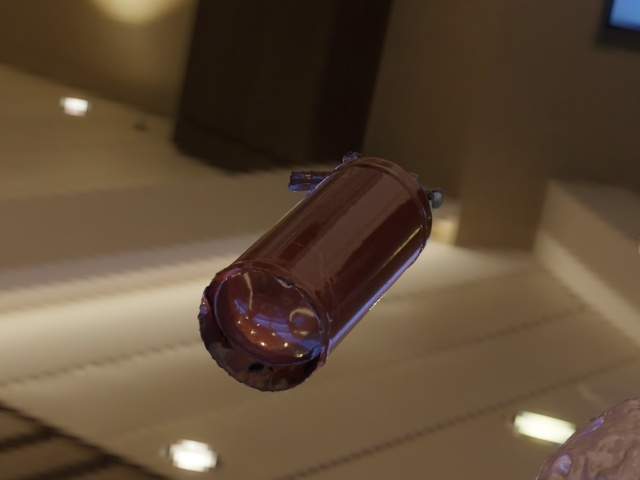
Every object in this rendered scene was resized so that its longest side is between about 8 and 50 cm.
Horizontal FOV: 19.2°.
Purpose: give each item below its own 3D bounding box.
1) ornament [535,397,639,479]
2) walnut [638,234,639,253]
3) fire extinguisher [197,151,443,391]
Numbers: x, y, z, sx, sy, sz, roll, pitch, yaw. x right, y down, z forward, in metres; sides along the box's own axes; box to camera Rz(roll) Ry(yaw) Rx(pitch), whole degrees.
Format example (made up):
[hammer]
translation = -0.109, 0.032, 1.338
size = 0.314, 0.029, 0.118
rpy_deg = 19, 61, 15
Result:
[ornament]
translation = 0.272, 0.236, 1.423
size = 0.259, 0.259, 0.225
rpy_deg = 16, 162, 17
[walnut]
translation = 0.368, -0.020, 1.903
size = 0.121, 0.052, 0.091
rpy_deg = -18, 164, -16
[fire extinguisher]
translation = 0.000, 0.000, 1.545
size = 0.147, 0.106, 0.337
rpy_deg = 12, -154, 19
